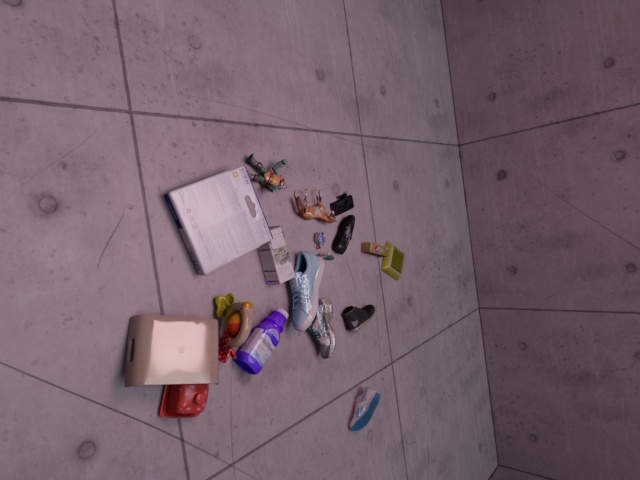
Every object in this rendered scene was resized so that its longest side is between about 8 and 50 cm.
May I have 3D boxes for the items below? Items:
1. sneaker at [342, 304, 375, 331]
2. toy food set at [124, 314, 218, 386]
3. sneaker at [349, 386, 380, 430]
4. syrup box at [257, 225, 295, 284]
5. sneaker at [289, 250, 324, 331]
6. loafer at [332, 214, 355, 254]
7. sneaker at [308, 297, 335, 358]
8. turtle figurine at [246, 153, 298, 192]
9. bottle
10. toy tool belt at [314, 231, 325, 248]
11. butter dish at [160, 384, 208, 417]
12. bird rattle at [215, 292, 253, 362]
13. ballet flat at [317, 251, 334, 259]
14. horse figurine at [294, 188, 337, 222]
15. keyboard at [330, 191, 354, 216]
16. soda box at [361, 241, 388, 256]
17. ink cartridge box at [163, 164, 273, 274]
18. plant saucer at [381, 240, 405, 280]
[{"bbox_3d":[0.207,0.372,2.229,0.222,0.083,0.118,-36,112,-43],"label":"sneaker"},{"bbox_3d":[-0.483,0.372,1.426,0.306,0.092,0.219,13,62,-37],"label":"toy food set"},{"bbox_3d":[0.215,0.868,2.187,0.228,0.092,0.087,-54,129,-13],"label":"sneaker"},{"bbox_3d":[-0.196,0.062,1.805,0.093,0.096,0.236,-23,103,-45],"label":"syrup box"},{"bbox_3d":[-0.093,0.215,1.893,0.150,0.135,0.365,31,55,-33],"label":"sneaker"},{"bbox_3d":[0.128,-0.031,2.198,0.078,0.076,0.223,45,59,-42],"label":"loafer"},{"bbox_3d":[-0.012,0.413,1.989,0.122,0.110,0.282,-4,86,-30],"label":"sneaker"},{"bbox_3d":[-0.210,-0.268,1.813,0.234,0.118,0.175,21,55,-29],"label":"turtle figurine"},{"bbox_3d":[-0.228,0.401,1.734,0.118,0.092,0.282,56,49,-26],"label":"bottle"},{"bbox_3d":[0.000,0.000,2.063,0.052,0.051,0.083,-2,87,-48],"label":"toy tool belt"},{"bbox_3d":[-0.444,0.534,1.461,0.160,0.118,0.159,22,70,-45],"label":"butter dish"},{"bbox_3d":[-0.325,0.318,1.564,0.143,0.207,0.253,28,58,-31],"label":"bird rattle"},{"bbox_3d":[0.028,0.076,2.098,0.114,0.041,0.041,1,85,-49],"label":"ballet flat"},{"bbox_3d":[-0.037,-0.160,2.032,0.263,0.066,0.174,-7,85,-50],"label":"horse figurine"},{"bbox_3d":[0.121,-0.196,2.231,0.192,0.038,0.100,-29,107,-47],"label":"keyboard"},{"bbox_3d":[0.307,0.052,2.391,0.181,0.061,0.058,15,75,-46],"label":"soda box"},{"bbox_3d":[-0.375,-0.083,1.616,0.330,0.072,0.323,-30,107,-38],"label":"ink cartridge box"},{"bbox_3d":[0.446,0.122,2.551,0.188,0.045,0.188,33,62,-41],"label":"plant saucer"}]
